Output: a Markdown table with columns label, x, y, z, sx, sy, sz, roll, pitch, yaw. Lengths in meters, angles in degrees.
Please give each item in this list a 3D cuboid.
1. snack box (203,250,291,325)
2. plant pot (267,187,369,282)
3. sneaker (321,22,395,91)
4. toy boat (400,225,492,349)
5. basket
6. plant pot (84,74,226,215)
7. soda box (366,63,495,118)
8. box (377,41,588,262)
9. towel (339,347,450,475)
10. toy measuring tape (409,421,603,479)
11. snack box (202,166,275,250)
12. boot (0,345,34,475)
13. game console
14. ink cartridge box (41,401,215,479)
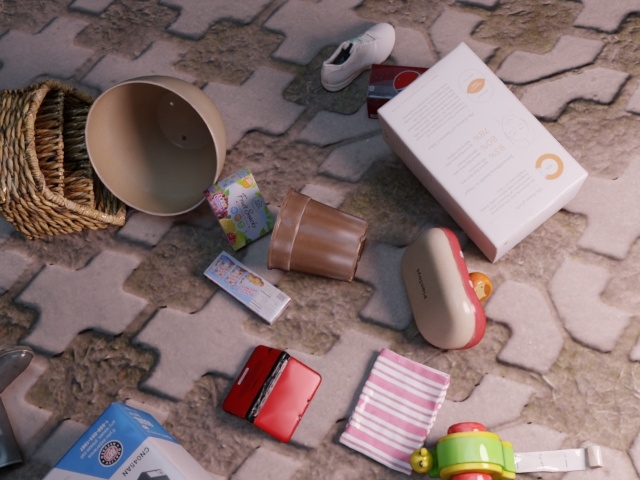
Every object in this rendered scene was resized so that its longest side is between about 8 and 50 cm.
| label | x | y | z | sx | sy | sz | roll | pitch | yaw |
| --- | --- | --- | --- | --- | --- | --- | --- | --- | --- |
| snack box | -0.145 | 0.092 | 1.682 | 0.178 | 0.022 | 0.064 | 34 | 73 | 21 |
| plant pot | 0.000 | 0.000 | 1.644 | 0.165 | 0.167 | 0.167 | 16 | 66 | 5 |
| sneaker | 0.085 | -0.420 | 1.873 | 0.080 | 0.094 | 0.212 | 39 | 74 | 24 |
| toy boat | 0.254 | 0.090 | 1.588 | 0.151 | 0.151 | 0.231 | 1 | 59 | -26 |
| basket | -0.539 | -0.182 | 1.761 | 0.222 | 0.213 | 0.299 | -8 | 63 | 4 |
| plant pot | -0.310 | -0.219 | 1.748 | 0.283 | 0.284 | 0.191 | 9 | 30 | 11 |
| soda box | 0.233 | -0.307 | 1.803 | 0.263 | 0.083 | 0.092 | 7 | 65 | 9 |
| box | 0.301 | -0.164 | 1.626 | 0.215 | 0.168 | 0.345 | -39 | 75 | -1 |
| towel | 0.135 | 0.305 | 1.538 | 0.144 | 0.029 | 0.197 | 21 | 68 | 17 |
| toy measuring tape | 0.316 | 0.364 | 1.440 | 0.329 | 0.121 | 0.122 | -3 | 63 | 5 |
| snack box | -0.160 | -0.062 | 1.696 | 0.100 | 0.141 | 0.037 | -31 | 38 | -9 |
| boot | -0.596 | 0.324 | 1.592 | 0.189 | 0.076 | 0.209 | -33 | 57 | 6 |
| game console | -0.091 | 0.283 | 1.586 | 0.124 | 0.085 | 0.144 | 8 | 59 | 45 |
| ink cartridge box | -0.279 | 0.507 | 1.395 | 0.395 | 0.166 | 0.285 | 39 | 82 | 22 |
